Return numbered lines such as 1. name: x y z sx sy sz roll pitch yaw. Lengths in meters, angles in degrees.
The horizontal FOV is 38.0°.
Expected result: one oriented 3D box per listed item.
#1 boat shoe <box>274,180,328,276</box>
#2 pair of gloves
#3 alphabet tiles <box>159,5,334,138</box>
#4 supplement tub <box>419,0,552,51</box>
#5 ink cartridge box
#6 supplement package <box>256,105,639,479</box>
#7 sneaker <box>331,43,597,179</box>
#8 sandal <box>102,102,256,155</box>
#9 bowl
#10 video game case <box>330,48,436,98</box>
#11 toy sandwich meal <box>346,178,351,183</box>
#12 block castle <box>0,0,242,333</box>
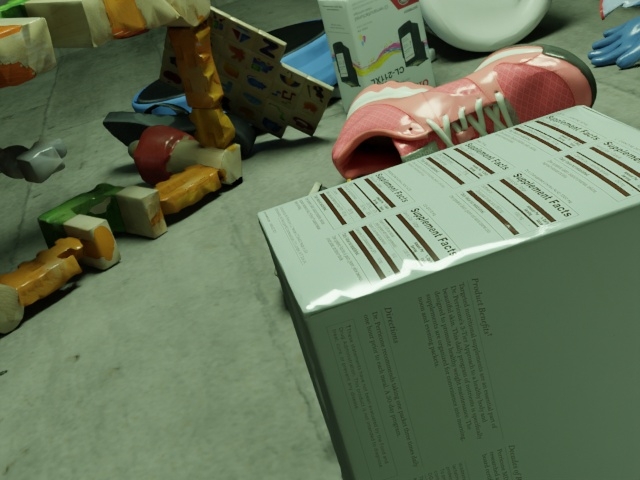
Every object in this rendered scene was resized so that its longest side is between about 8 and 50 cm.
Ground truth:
1. boat shoe: 0.000 0.000 0.915 0.065 0.075 0.206 27 18 -6
2. pair of gloves: 0.437 -0.306 1.244 0.159 0.023 0.198 -20 38 41
3. alphabet tiles: -0.102 -0.224 1.260 0.237 0.198 0.009 25 61 -3
4. supplement tub: 0.236 -0.449 1.548 0.228 0.228 0.316 -18 22 -2
5. ink cartridge box: 0.084 -0.279 1.330 0.127 0.175 0.072 -29 28 -26
6. supplement package: 0.097 0.059 0.501 0.203 0.194 0.149 -18 23 -5
7. sneaker: 0.148 -0.119 1.027 0.314 0.116 0.136 -9 31 37
8. sandal: -0.202 -0.162 1.362 0.254 0.097 0.054 6 61 26
9. bowl: -0.133 -0.269 1.548 0.391 0.077 0.391 -19 21 8
10. video game case: 0.066 -0.273 1.527 0.190 0.022 0.173 5 31 42
11. toy sandwich meal: 0.058 -0.054 1.011 0.085 0.029 0.085 -14 22 6
12. block castle: -0.321 -0.123 1.089 0.213 0.303 0.453 10 34 37
